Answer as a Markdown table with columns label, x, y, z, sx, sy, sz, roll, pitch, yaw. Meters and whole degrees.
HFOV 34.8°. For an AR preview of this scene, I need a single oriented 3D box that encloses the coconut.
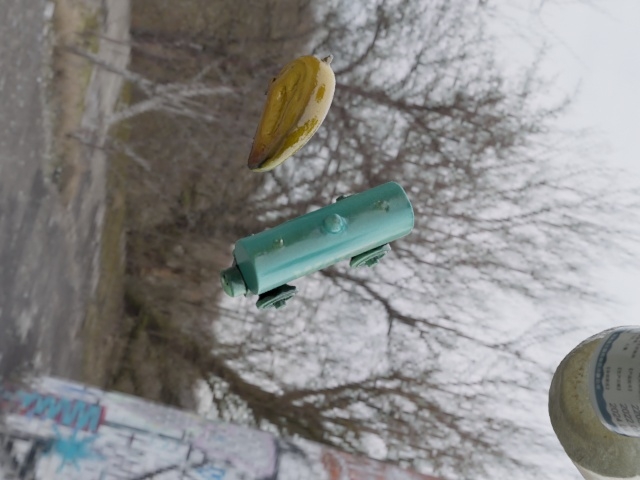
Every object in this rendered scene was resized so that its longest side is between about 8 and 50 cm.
| label | x | y | z | sx | sy | sz | roll | pitch | yaw |
| --- | --- | --- | --- | --- | --- | --- | --- | --- | --- |
| coconut | 0.456 | 0.255 | 1.439 | 0.266 | 0.237 | 0.237 | 52 | 37 | -44 |

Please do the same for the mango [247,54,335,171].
| label | x | y | z | sx | sy | sz | roll | pitch | yaw |
| --- | --- | --- | --- | --- | --- | --- | --- | --- | --- |
| mango | -0.038 | -0.169 | 1.363 | 0.101 | 0.066 | 0.187 | 36 | -83 | 49 |

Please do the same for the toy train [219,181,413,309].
| label | x | y | z | sx | sy | sz | roll | pitch | yaw |
| --- | --- | --- | --- | --- | --- | --- | --- | --- | --- |
| toy train | 0.000 | 0.000 | 1.229 | 0.101 | 0.248 | 0.159 | 65 | -18 | 10 |

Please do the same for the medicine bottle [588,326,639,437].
| label | x | y | z | sx | sy | sz | roll | pitch | yaw |
| --- | --- | --- | --- | --- | --- | --- | --- | --- | --- |
| medicine bottle | 0.437 | 0.167 | 1.172 | 0.237 | 0.139 | 0.139 | -4 | -112 | 57 |
